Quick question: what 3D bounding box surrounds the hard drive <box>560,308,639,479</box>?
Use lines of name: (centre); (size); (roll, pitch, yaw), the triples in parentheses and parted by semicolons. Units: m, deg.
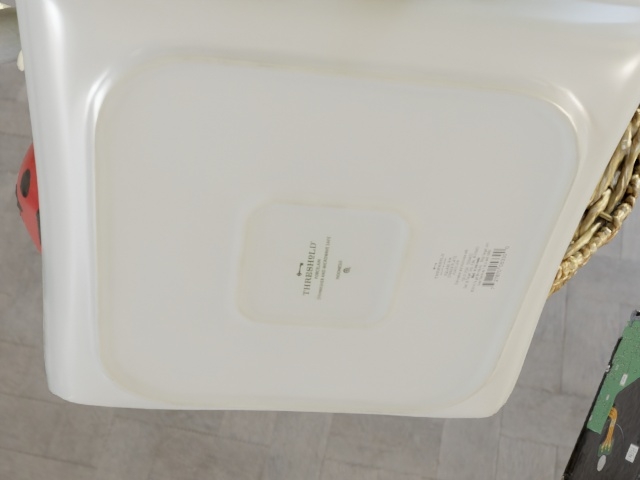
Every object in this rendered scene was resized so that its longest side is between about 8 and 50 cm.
hard drive: (0.417, 0.258, 1.108); (0.064, 0.237, 0.339); (23, 86, 0)

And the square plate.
square plate: (0.000, 0.000, 0.509); (0.344, 0.347, 0.049); (4, 40, -8)

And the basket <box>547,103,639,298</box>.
basket: (0.183, -0.051, 0.857); (0.213, 0.223, 0.299); (34, 62, 4)

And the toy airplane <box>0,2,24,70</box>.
toy airplane: (-0.465, -0.268, 0.879); (0.386, 0.384, 0.272); (-22, 77, -23)

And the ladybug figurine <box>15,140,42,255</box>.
ladybug figurine: (-0.409, -0.041, 1.446); (0.162, 0.449, 0.305); (-38, 78, -23)
